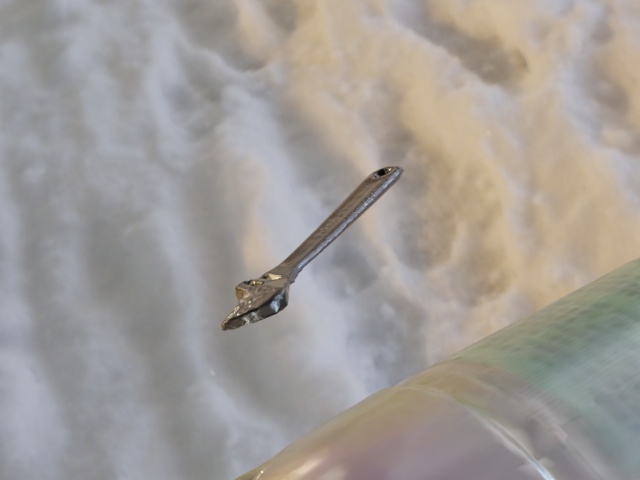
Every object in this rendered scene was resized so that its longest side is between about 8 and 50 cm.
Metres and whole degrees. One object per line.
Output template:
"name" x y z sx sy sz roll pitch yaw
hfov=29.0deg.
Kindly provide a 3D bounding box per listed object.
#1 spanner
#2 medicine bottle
"spanner" 0.000 0.000 0.753 0.046 0.012 0.208 -11 21 36
"medicine bottle" 0.085 0.180 0.630 0.406 0.236 0.236 -24 39 -28
